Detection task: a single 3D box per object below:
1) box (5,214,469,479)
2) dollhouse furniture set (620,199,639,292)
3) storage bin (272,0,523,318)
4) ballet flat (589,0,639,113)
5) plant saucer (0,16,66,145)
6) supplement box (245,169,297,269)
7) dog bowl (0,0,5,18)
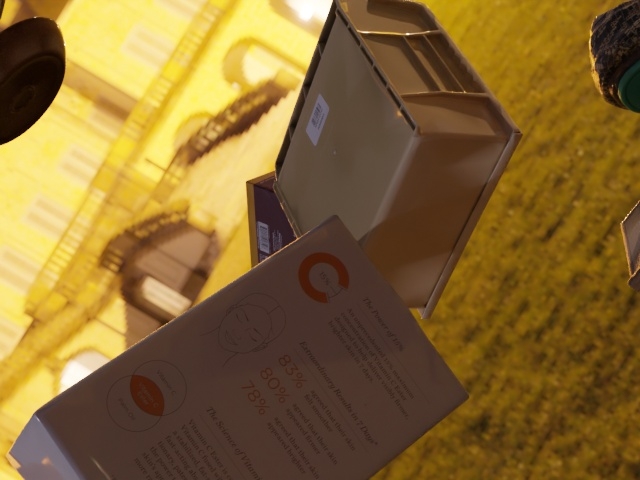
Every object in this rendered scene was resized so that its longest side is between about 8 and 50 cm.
[{"bbox_3d":[-0.074,0.168,1.116,0.345,0.215,0.168,-33,-6,-30],"label":"box"},{"bbox_3d":[0.468,0.039,1.356,0.212,0.242,0.161,-57,5,24],"label":"dollhouse furniture set"},{"bbox_3d":[0.066,-0.095,1.349,0.260,0.123,0.262,64,144,41],"label":"storage bin"},{"bbox_3d":[0.515,-0.324,1.385,0.483,0.164,0.182,-29,48,25],"label":"ballet flat"},{"bbox_3d":[-0.374,-0.181,1.486,0.198,0.036,0.198,-48,-11,-13],"label":"plant saucer"},{"bbox_3d":[0.000,0.000,1.879,0.129,0.194,0.191,-23,-59,-38],"label":"supplement box"},{"bbox_3d":[-0.493,-0.250,1.076,0.408,0.408,0.150,-58,16,23],"label":"dog bowl"}]
